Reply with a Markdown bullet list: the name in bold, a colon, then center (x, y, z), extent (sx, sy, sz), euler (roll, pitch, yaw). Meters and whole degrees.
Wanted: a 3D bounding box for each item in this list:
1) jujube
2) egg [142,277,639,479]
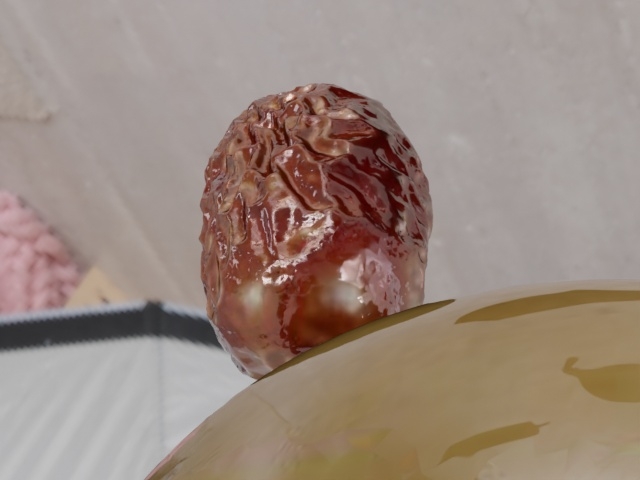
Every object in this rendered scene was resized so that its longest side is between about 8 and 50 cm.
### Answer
- **jujube**: center (0.000, 0.000, 0.659), extent (0.109, 0.176, 0.112), euler (-29, 112, 9)
- **egg**: center (0.098, 0.159, 0.428), extent (0.373, 0.301, 0.301), euler (-4, 143, 1)
